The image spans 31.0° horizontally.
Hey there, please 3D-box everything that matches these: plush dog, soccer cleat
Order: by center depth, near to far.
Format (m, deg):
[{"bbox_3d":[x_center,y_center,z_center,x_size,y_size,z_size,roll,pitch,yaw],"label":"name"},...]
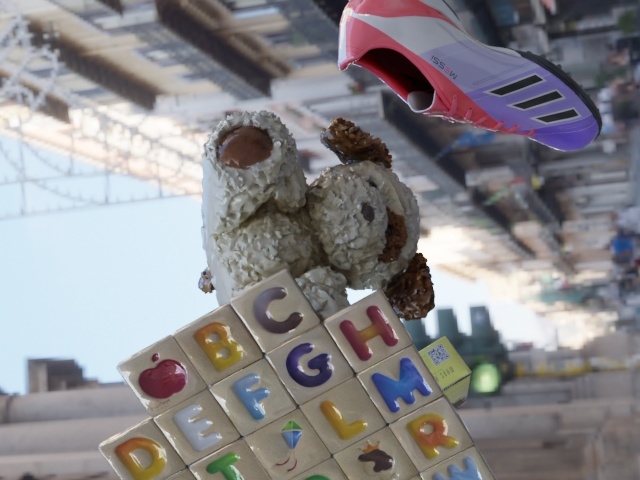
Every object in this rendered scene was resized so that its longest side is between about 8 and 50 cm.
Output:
[{"bbox_3d":[0.000,0.000,1.175,0.210,0.226,0.262,138,115,-67],"label":"plush dog"},{"bbox_3d":[0.156,-0.159,1.211,0.318,0.109,0.116,29,-117,-19],"label":"soccer cleat"}]

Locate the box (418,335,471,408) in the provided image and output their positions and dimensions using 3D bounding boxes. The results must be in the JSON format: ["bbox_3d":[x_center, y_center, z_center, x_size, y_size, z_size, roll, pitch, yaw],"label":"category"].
[{"bbox_3d":[0.141,0.189,1.473,0.058,0.087,0.232,57,177,18],"label":"box"}]

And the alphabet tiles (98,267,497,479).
[{"bbox_3d":[-0.015,0.201,1.018,0.342,0.285,0.011,58,-171,-18],"label":"alphabet tiles"}]
